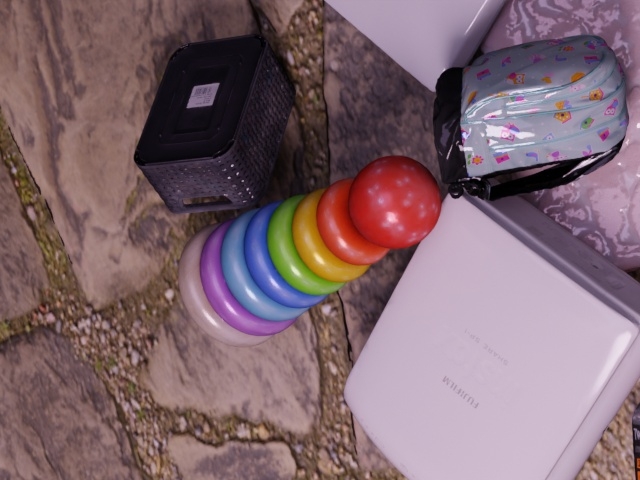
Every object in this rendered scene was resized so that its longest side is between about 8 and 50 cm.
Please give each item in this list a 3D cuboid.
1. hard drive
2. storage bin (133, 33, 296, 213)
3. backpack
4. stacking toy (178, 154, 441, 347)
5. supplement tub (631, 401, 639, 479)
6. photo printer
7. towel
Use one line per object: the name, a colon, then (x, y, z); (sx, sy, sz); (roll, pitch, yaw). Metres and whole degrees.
hard drive: (0.133, -0.360, 1.545); (0.233, 0.047, 0.353); (44, 117, 28)
storage bin: (-0.112, -0.126, 1.643); (0.122, 0.084, 0.180); (-4, 51, 26)
backpack: (0.200, -0.123, 1.448); (0.182, 0.152, 0.115); (-8, 129, 13)
stacking toy: (0.000, 0.000, 1.547); (0.330, 0.141, 0.141); (-27, 77, 45)
supplement tub: (0.355, 0.218, 1.442); (0.117, 0.117, 0.190); (-6, 86, 25)
photo printer: (0.170, 0.126, 1.513); (0.256, 0.107, 0.307); (39, 118, 23)
towel: (0.323, -0.141, 1.502); (0.317, 0.053, 0.332); (-14, 82, 25)
